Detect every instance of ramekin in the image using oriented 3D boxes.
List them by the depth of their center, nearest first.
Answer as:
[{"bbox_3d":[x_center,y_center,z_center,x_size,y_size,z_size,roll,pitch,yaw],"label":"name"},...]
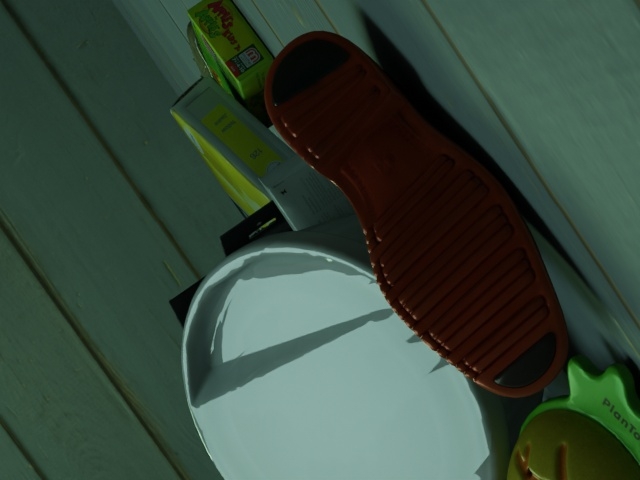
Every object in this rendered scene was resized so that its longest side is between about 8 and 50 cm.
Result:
[{"bbox_3d":[0.039,0.102,1.078,0.273,0.127,0.272,17,122,29],"label":"ramekin"}]

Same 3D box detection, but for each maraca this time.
[{"bbox_3d":[0.175,0.147,0.909,0.127,0.099,0.185,44,146,25],"label":"maraca"}]

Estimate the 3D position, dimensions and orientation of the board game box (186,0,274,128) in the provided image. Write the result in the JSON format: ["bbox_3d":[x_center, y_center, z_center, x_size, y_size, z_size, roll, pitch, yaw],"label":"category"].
[{"bbox_3d":[-0.083,-0.180,1.504,0.092,0.043,0.181,54,175,12],"label":"board game box"}]

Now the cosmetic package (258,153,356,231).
[{"bbox_3d":[0.056,0.023,1.195,0.239,0.099,0.060,57,175,-17],"label":"cosmetic package"}]

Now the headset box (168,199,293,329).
[{"bbox_3d":[0.023,0.093,1.292,0.293,0.218,0.110,55,176,-17],"label":"headset box"}]

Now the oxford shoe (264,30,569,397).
[{"bbox_3d":[0.073,-0.019,0.905,0.271,0.097,0.098,58,-163,24],"label":"oxford shoe"}]

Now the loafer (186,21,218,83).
[{"bbox_3d":[-0.109,-0.194,1.638,0.050,0.056,0.148,51,164,47],"label":"loafer"}]

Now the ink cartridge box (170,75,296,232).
[{"bbox_3d":[0.000,0.000,1.542,0.307,0.072,0.303,45,172,26],"label":"ink cartridge box"}]
